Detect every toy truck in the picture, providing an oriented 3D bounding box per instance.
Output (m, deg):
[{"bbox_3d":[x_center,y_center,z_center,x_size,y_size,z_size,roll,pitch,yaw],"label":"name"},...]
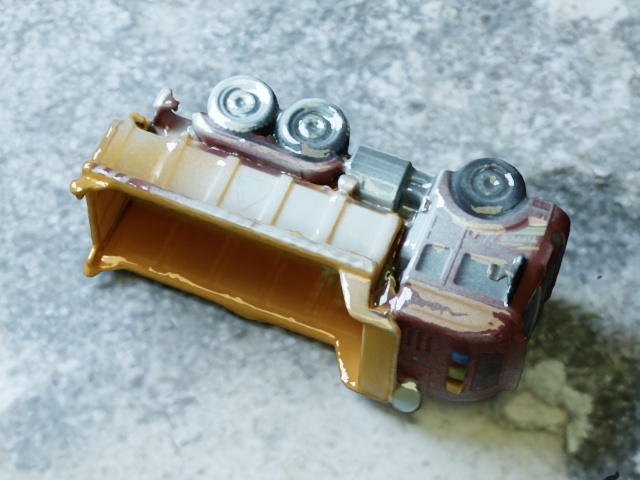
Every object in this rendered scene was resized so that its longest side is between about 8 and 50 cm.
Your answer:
[{"bbox_3d":[0.000,0.000,1.049,0.270,0.114,0.135,19,61,10],"label":"toy truck"}]
